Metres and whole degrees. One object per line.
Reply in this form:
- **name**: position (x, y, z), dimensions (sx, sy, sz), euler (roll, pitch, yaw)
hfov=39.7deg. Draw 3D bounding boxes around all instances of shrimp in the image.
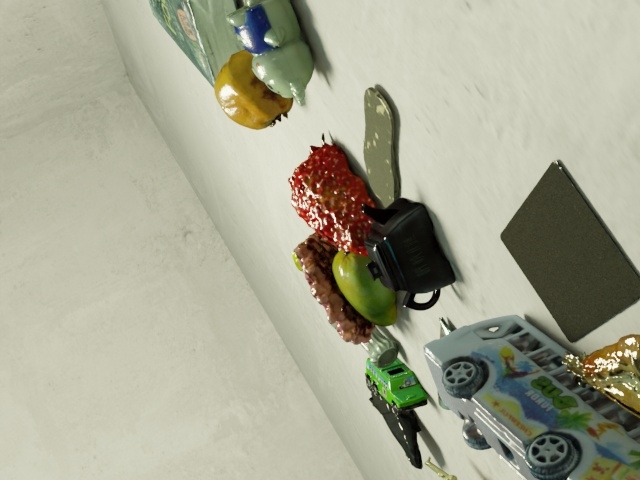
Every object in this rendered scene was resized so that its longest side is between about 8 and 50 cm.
- **shrimp**: position (0.287, 0.125, 0.816), dimensions (0.184, 0.043, 0.091), euler (-1, 109, 70)

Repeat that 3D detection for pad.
- **pad**: position (0.237, 0.019, 0.863), dimensions (0.143, 0.003, 0.211), euler (59, 168, 14)

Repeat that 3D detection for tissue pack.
- **tissue pack**: position (-0.238, -0.439, 1.613), dimensions (0.316, 0.103, 0.228), euler (52, 163, 39)

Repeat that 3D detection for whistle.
- **whistle**: position (-0.076, -0.300, 1.257), dimensions (0.110, 0.092, 0.244), euler (-119, 3, -70)

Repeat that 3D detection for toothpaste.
- **toothpaste**: position (0.199, 0.197, 1.372), dimensions (0.056, 0.036, 0.205), euler (55, 163, 38)

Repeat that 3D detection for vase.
- **vase**: position (0.090, 0.183, 1.717), dimensions (0.149, 0.081, 0.081), euler (46, 161, 43)

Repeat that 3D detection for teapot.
- **teapot**: position (0.107, 0.020, 1.201), dimensions (0.177, 0.096, 0.087), euler (65, 168, -17)

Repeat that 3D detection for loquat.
- **loquat**: position (-0.106, -0.247, 1.452), dimensions (0.113, 0.137, 0.137), euler (-69, -39, -57)

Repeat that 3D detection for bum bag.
- **bum bag**: position (0.157, 0.364, 1.880), dimensions (0.248, 0.060, 0.123), euler (57, 167, 30)

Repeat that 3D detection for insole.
- **insole**: position (0.082, -0.119, 1.196), dimensions (0.081, 0.011, 0.248), euler (55, 167, 26)

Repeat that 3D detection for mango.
- **mango**: position (0.073, 0.076, 1.490), dimensions (0.122, 0.085, 0.191), euler (40, 164, 25)

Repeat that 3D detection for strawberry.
- **strawberry**: position (0.029, -0.036, 1.401), dimensions (0.228, 0.098, 0.174), euler (56, 168, 26)

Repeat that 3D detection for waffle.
- **waffle**: position (0.031, 0.087, 1.610), dimensions (0.221, 0.055, 0.234), euler (60, -163, 3)

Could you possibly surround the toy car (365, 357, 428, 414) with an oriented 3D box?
- **toy car**: position (0.144, 0.272, 1.704), dimensions (0.165, 0.071, 0.063), euler (-140, 39, -62)

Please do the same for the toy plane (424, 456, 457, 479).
- **toy plane**: position (0.274, 0.471, 1.554), dimensions (0.229, 0.092, 0.244), euler (45, 169, 5)

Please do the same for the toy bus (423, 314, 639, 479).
- **toy bus**: position (0.238, 0.189, 0.920), dimensions (0.329, 0.136, 0.109), euler (42, 159, 58)

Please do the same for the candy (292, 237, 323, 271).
- **candy**: position (-0.001, 0.002, 1.737), dimensions (0.262, 0.077, 0.073), euler (118, 138, -67)
